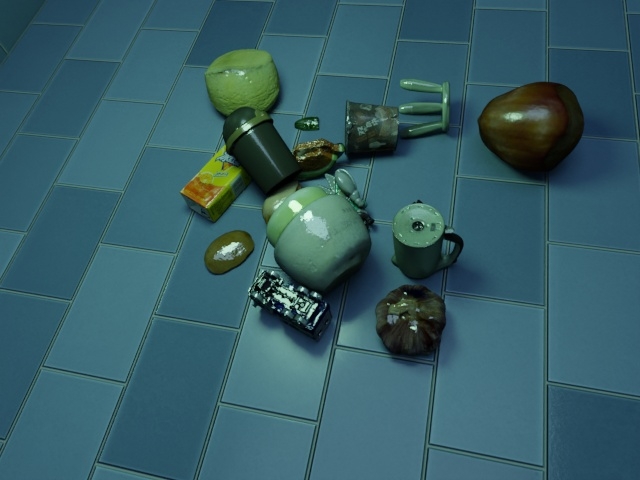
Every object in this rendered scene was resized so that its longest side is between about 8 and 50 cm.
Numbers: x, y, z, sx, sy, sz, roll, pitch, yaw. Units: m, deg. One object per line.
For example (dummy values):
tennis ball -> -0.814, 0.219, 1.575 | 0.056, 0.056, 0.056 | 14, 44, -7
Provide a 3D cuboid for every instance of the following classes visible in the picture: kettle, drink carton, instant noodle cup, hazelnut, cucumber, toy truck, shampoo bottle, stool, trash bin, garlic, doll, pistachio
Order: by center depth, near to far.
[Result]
garlic -> 0.291, 0.245, 1.675 | 0.244, 0.161, 0.245 | -3, 59, 5
kettle -> 0.352, 0.018, 1.743 | 0.240, 0.255, 0.165 | 3, 58, 12
toy truck -> -0.103, 0.218, 1.752 | 0.267, 0.155, 0.124 | 25, 66, 23
shampoo bottle -> 0.000, 0.000, 1.764 | 0.322, 0.322, 0.317 | -41, 69, -16
hazelnut -> 0.764, -0.419, 1.908 | 0.365, 0.366, 0.366 | -3, 60, 6
doll -> 0.089, -0.158, 1.939 | 0.258, 0.153, 0.195 | 18, 91, 22
trash bin -> -0.235, -0.347, 1.960 | 0.214, 0.214, 0.334 | -34, 89, -12
pistachio -> -0.134, -0.134, 1.969 | 0.143, 0.144, 0.215 | 29, 70, 22
instant noodle cup -> 0.199, -0.444, 2.069 | 0.207, 0.218, 0.218 | 2, 60, 0
drink carton -> -0.379, -0.256, 2.086 | 0.154, 0.111, 0.351 | 29, 68, 21
stool -> 0.416, -0.534, 2.093 | 0.198, 0.195, 0.196 | 2, 60, 10
cucumber -> -0.060, -0.502, 2.232 | 0.107, 0.035, 0.067 | -3, 61, 8

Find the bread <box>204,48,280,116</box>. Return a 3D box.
bread -> -0.337, -0.679, 2.265 | 0.320, 0.238, 0.321 | -2, 45, 2

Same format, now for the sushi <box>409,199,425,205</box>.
sushi -> 0.357, -0.092, 1.898 | 0.094, 0.098, 0.084 | -43, 62, -14

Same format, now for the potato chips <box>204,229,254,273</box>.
potato chips -> -0.344, 0.032, 1.952 | 0.201, 0.049, 0.150 | -29, 66, -17

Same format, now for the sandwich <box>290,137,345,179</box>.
sandwich -> -0.015, -0.317, 2.039 | 0.234, 0.159, 0.079 | -13, 61, 7
